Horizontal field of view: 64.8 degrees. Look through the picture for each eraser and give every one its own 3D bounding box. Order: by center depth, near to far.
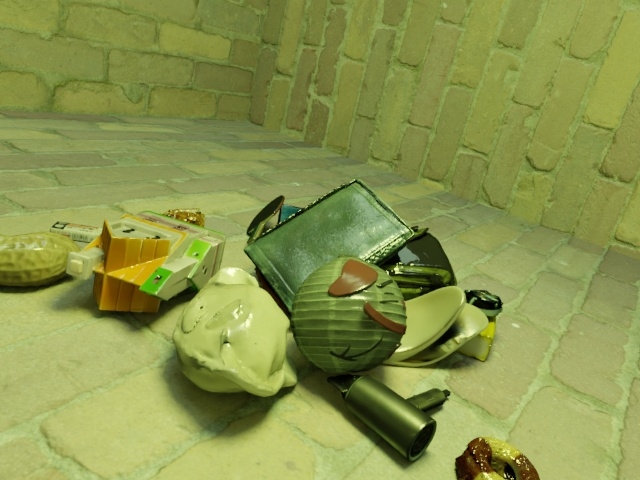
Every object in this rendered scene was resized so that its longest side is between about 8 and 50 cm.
[{"bbox_3d":[0.361,0.206,1.284,0.158,0.069,0.226,17,20,16],"label":"eraser"},{"bbox_3d":[-0.625,-0.021,1.301,0.122,0.029,0.052,9,20,-13],"label":"eraser"}]

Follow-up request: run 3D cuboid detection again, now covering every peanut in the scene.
[{"bbox_3d":[-0.634,0.035,1.014,0.298,0.120,0.136,1,28,-38],"label":"peanut"}]

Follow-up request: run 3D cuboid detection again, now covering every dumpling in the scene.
[{"bbox_3d":[-0.141,0.194,0.913,0.243,0.187,0.318,48,11,-31],"label":"dumpling"}]

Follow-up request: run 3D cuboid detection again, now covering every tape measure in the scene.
[{"bbox_3d":[0.408,0.155,1.271,0.091,0.054,0.094,7,15,-17],"label":"tape measure"}]

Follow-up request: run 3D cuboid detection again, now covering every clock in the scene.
[{"bbox_3d":[-0.380,0.049,1.082,0.235,0.166,0.309,17,12,8],"label":"clock"}]

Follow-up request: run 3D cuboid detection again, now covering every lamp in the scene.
[{"bbox_3d":[0.054,0.141,0.980,0.233,0.233,0.265,20,-4,16],"label":"lamp"}]

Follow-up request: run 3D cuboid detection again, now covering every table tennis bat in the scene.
[{"bbox_3d":[-0.182,-0.061,1.582,0.021,0.154,0.274,47,25,-18],"label":"table tennis bat"}]

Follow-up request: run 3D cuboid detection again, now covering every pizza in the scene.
[{"bbox_3d":[-0.421,-0.034,1.392,0.161,0.085,0.305,23,23,23],"label":"pizza"}]

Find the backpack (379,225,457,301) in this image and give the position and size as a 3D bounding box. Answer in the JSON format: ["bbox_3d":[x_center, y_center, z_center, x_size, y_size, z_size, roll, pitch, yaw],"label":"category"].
[{"bbox_3d":[0.208,0.069,1.263,0.253,0.140,0.207,-5,52,-21],"label":"backpack"}]

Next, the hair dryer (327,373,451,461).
[{"bbox_3d":[0.156,0.293,0.936,0.195,0.078,0.248,29,15,39],"label":"hair dryer"}]

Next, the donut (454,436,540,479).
[{"bbox_3d":[0.280,0.373,0.795,0.140,0.059,0.140,15,21,-6],"label":"donut"}]

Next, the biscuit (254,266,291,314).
[{"bbox_3d":[-0.013,0.076,1.273,0.318,0.040,0.318,15,43,-14],"label":"biscuit"}]

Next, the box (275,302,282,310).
[{"bbox_3d":[-0.128,0.146,1.203,0.083,0.012,0.046,14,20,1],"label":"box"}]

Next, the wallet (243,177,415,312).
[{"bbox_3d":[0.019,0.011,1.194,0.342,0.075,0.237,-34,61,-14],"label":"wallet"}]

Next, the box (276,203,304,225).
[{"bbox_3d":[0.000,0.000,1.530,0.279,0.116,0.261,12,22,-6],"label":"box"}]

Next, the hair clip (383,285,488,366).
[{"bbox_3d":[0.227,0.189,1.133,0.282,0.113,0.172,-22,35,8],"label":"hair clip"}]
